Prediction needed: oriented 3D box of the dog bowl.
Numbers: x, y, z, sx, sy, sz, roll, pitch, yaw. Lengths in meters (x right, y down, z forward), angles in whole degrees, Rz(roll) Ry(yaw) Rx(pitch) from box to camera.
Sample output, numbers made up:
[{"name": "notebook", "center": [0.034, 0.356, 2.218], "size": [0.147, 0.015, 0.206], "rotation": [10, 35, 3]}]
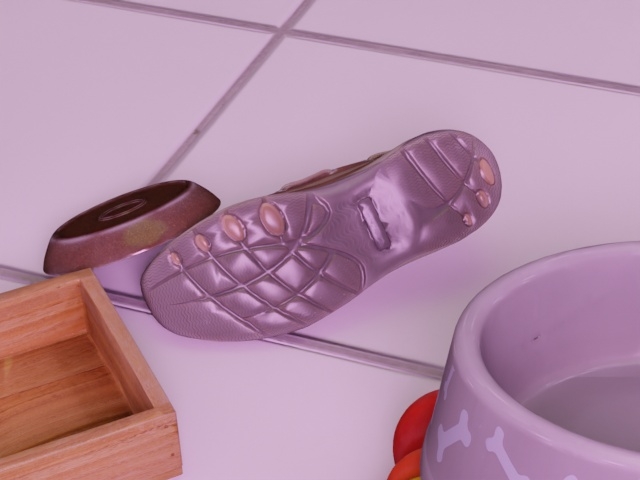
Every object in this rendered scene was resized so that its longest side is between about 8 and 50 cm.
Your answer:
[{"name": "dog bowl", "center": [0.238, 0.107, 1.002], "size": [0.349, 0.102, 0.349], "rotation": [-2, 25, 1]}]

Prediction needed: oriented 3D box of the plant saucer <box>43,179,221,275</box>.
[{"name": "plant saucer", "center": [-0.172, -0.016, 1.372], "size": [0.168, 0.029, 0.168], "rotation": [-20, 14, 5]}]

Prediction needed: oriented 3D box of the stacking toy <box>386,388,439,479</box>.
[{"name": "stacking toy", "center": [0.082, 0.218, 1.036], "size": [0.141, 0.141, 0.330], "rotation": [4, 30, 9]}]

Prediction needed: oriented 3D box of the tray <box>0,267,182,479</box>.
[{"name": "tray", "center": [-0.333, 0.158, 1.166], "size": [0.411, 0.076, 0.203], "rotation": [-16, 38, -20]}]

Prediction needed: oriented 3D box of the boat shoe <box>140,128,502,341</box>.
[{"name": "boat shoe", "center": [0.000, 0.000, 1.351], "size": [0.324, 0.123, 0.116], "rotation": [-19, 5, -9]}]
